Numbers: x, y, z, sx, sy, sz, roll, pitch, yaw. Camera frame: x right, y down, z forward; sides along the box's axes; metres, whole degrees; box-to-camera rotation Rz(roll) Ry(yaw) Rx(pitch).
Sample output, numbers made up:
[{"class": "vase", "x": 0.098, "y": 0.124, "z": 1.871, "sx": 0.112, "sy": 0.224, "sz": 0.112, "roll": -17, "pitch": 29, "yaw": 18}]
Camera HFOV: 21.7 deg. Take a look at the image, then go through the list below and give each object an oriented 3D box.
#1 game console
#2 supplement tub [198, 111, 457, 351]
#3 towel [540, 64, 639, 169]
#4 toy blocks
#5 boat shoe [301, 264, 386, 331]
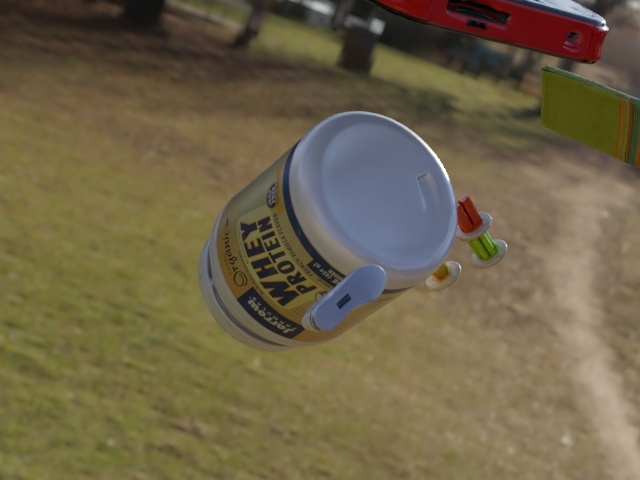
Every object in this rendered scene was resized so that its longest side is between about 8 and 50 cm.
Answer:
[{"class": "game console", "x": 0.135, "y": -0.324, "z": 2.036, "sx": 0.386, "sy": 0.060, "sz": 0.342, "roll": 8, "pitch": 22, "yaw": -39}, {"class": "supplement tub", "x": 0.000, "y": 0.000, "z": 2.093, "sx": 0.228, "sy": 0.228, "sz": 0.316, "roll": 16, "pitch": -30, "yaw": -25}, {"class": "towel", "x": 0.404, "y": -0.172, "z": 2.401, "sx": 0.021, "sy": 0.102, "sz": 0.237, "roll": -21, "pitch": 34, "yaw": -34}, {"class": "toy blocks", "x": 0.159, "y": -0.017, "z": 2.183, "sx": 0.148, "sy": 0.123, "sz": 0.054, "roll": 55, "pitch": 16, "yaw": -31}, {"class": "boat shoe", "x": 0.021, "y": 0.056, "z": 1.585, "sx": 0.100, "sy": 0.035, "sz": 0.035, "roll": -40, "pitch": 16, "yaw": -33}]
